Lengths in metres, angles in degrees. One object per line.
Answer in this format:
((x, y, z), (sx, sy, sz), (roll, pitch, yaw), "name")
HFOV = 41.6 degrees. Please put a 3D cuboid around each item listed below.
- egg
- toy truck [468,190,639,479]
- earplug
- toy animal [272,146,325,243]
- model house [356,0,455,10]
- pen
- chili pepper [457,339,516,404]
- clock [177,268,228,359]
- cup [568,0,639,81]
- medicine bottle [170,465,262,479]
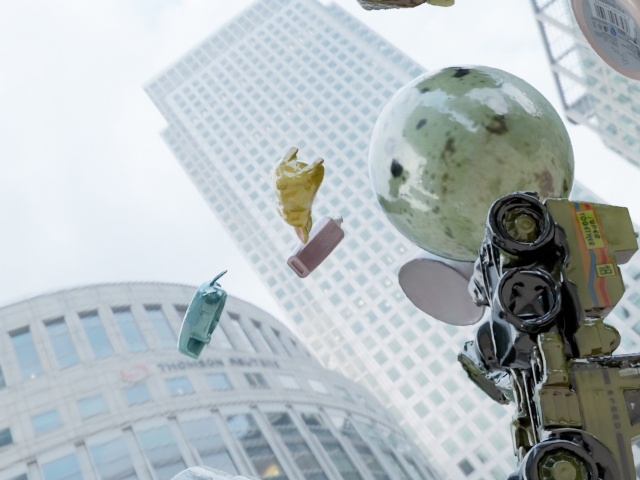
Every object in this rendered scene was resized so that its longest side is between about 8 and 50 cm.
((0.217, -0.108, 1.229), (0.287, 0.379, 0.288), (-4, -65, -9), "egg")
((0.187, 0.095, 0.638), (0.127, 0.257, 0.127), (1, -27, 0), "toy truck")
((0.291, -0.006, 1.588), (0.301, 0.172, 0.172), (-53, -37, -31), "earplug")
((-0.037, -0.053, 1.235), (0.083, 0.070, 0.159), (-51, -23, -33), "toy animal")
((0.176, -0.477, 1.341), (0.321, 0.261, 0.266), (-2, -30, -23), "model house")
((0.000, 0.000, 1.357), (0.032, 0.053, 0.197), (-41, 3, 34), "pen")
((0.307, 0.194, 1.219), (0.148, 0.264, 0.116), (39, -96, -13), "chili pepper")
((-0.185, 0.112, 1.362), (0.045, 0.108, 0.147), (22, -53, 2), "clock")
((0.429, -0.277, 0.962), (0.200, 0.253, 0.191), (-36, -18, -3), "cup")
((-0.078, 0.450, 1.141), (0.245, 0.306, 0.245), (-23, -61, -51), "medicine bottle")
